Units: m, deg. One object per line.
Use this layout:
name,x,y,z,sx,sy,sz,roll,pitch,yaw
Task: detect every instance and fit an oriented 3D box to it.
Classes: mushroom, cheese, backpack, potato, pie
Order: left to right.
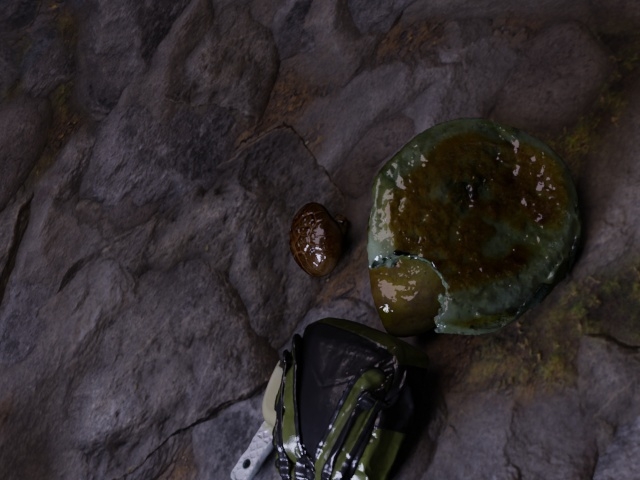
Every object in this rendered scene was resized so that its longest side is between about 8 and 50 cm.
cheese,-0.060,0.270,1.838,0.127,0.050,0.235,27,84,50
mushroom,-0.007,-0.003,1.942,0.109,0.085,0.126,-54,34,4
backpack,0.031,0.240,1.693,0.207,0.140,0.253,15,88,42
potato,0.150,-0.004,1.743,0.176,0.141,0.298,5,68,43
pie,0.208,-0.026,1.639,0.067,0.303,0.302,102,-168,-78
